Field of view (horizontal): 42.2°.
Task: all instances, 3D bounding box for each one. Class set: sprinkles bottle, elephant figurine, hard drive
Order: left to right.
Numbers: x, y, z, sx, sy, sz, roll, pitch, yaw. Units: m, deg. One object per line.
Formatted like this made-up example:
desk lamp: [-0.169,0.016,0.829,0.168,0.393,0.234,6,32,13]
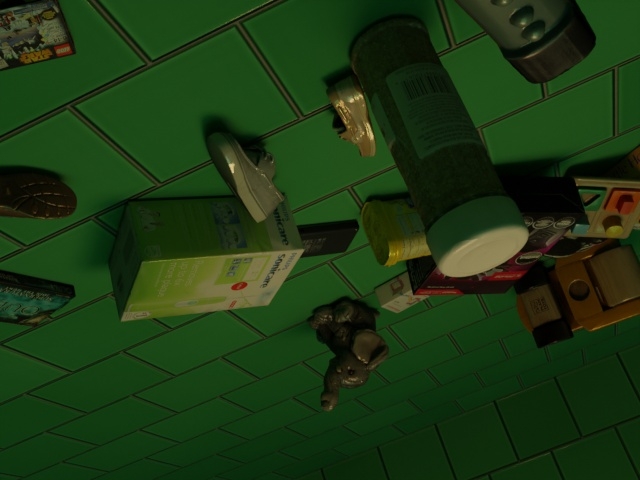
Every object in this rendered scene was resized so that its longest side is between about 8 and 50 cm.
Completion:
hard drive: [0.000,0.000,1.610,0.135,0.022,0.094,-6,150,-23]
elephant figurine: [0.073,0.272,1.924,0.186,0.239,0.169,-22,153,5]
sprinkles bottle: [0.150,-0.130,1.096,0.121,0.355,0.121,-15,153,-8]

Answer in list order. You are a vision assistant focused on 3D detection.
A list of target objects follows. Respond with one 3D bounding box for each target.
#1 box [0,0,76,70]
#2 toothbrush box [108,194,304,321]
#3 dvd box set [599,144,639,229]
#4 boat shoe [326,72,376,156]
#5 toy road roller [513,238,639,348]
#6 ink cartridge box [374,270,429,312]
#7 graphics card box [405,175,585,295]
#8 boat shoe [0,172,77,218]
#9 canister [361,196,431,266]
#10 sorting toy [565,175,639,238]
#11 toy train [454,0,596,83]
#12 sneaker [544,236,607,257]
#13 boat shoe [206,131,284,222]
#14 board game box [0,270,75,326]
box: [-0.356,-0.235,0.937,0.137,0.027,0.094,-15,154,-8]
toothbrush box: [-0.201,0.030,1.430,0.283,0.122,0.206,-5,150,-28]
dvd box set: [0.780,-0.165,1.760,0.307,0.062,0.420,5,145,-36]
boat shoe: [0.045,-0.184,1.261,0.059,0.063,0.170,-18,144,3]
toy road roller: [0.663,0.135,2.112,0.329,0.202,0.240,-25,165,22]
ink cartridge box: [0.200,0.115,1.923,0.122,0.052,0.088,-30,152,22]
graphics card box: [0.348,0.000,1.714,0.233,0.094,0.371,1,150,-17]
boat shoe: [-0.439,-0.064,1.179,0.178,0.064,0.060,5,175,-36]
canister: [0.178,-0.026,1.566,0.170,0.126,0.073,-10,151,-21]
sorting toy: [0.589,-0.058,1.739,0.347,0.047,0.196,2,141,-3]
toy train: [0.208,-0.318,0.966,0.142,0.190,0.334,-32,150,23]
sneaker: [0.590,0.010,1.964,0.178,0.072,0.077,-8,162,-10]
boat shoe: [-0.110,-0.111,1.291,0.081,0.079,0.227,-39,152,-8]
board game box: [-0.543,0.102,1.448,0.126,0.026,0.186,-34,150,25]
